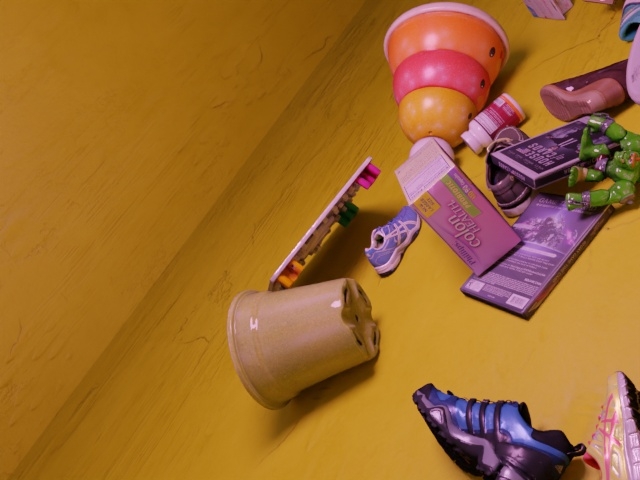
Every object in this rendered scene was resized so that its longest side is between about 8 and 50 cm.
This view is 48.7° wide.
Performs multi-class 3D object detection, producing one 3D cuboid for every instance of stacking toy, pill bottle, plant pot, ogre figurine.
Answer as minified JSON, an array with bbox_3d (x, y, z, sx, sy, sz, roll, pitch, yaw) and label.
[{"bbox_3d":[0.320,-0.358,1.914,0.350,0.350,0.480,-16,55,47],"label":"stacking toy"},{"bbox_3d":[0.431,-0.289,1.780,0.152,0.086,0.086,-41,24,9],"label":"pill bottle"},{"bbox_3d":[-0.020,0.203,1.540,0.253,0.276,0.276,-20,32,21],"label":"plant pot"},{"bbox_3d":[0.537,-0.142,1.320,0.118,0.097,0.197,13,55,25],"label":"ogre figurine"}]

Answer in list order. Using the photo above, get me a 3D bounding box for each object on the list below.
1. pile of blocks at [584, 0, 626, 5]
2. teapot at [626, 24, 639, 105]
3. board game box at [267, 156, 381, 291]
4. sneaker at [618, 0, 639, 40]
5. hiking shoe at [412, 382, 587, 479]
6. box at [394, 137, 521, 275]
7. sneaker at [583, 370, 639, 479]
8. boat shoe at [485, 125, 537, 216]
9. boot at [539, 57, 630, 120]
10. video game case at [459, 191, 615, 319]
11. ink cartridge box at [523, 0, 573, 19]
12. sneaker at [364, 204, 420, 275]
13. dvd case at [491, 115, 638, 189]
[{"bbox_3d":[0.839,-0.661,1.742,0.362,0.149,0.112,-8,-1,40],"label":"pile of blocks"},{"bbox_3d":[0.708,-0.343,1.318,0.252,0.187,0.256,-83,7,-83],"label":"teapot"},{"bbox_3d":[0.000,0.000,1.837,0.390,0.050,0.390,-51,-4,-15],"label":"board game box"},{"bbox_3d":[0.787,-0.504,1.583,0.110,0.107,0.275,-68,22,-4],"label":"sneaker"},{"bbox_3d":[0.264,0.298,1.104,0.132,0.113,0.304,-37,30,-12],"label":"hiking shoe"},{"bbox_3d":[0.280,-0.078,1.485,0.117,0.213,0.243,-41,16,14],"label":"box"},{"bbox_3d":[0.395,0.268,0.952,0.094,0.081,0.209,-29,29,36],"label":"sneaker"},{"bbox_3d":[0.427,-0.181,1.603,0.109,0.091,0.305,-29,29,31],"label":"boat shoe"},{"bbox_3d":[0.637,-0.355,1.603,0.206,0.090,0.248,-31,19,-4],"label":"boot"},{"bbox_3d":[0.417,0.021,1.382,0.274,0.026,0.196,-48,24,-9],"label":"video game case"},{"bbox_3d":[0.660,-0.704,2.058,0.061,0.104,0.181,-43,25,5],"label":"ink cartridge box"},{"bbox_3d":[0.180,-0.015,1.745,0.080,0.081,0.211,-17,34,49],"label":"sneaker"},{"bbox_3d":[0.500,-0.186,1.458,0.238,0.030,0.179,-21,27,-7],"label":"dvd case"}]
